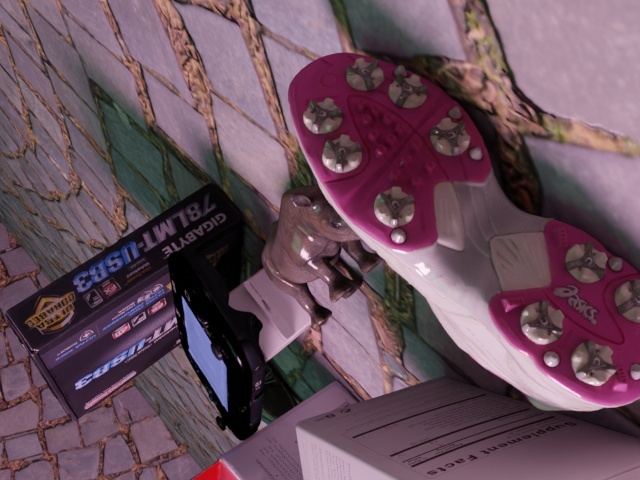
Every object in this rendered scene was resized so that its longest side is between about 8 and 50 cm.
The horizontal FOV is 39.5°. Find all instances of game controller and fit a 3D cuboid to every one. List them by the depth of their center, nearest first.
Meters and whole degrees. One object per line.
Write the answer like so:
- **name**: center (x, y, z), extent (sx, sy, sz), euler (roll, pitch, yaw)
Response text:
- **game controller**: center (-0.125, 0.132, 1.060), extent (0.166, 0.067, 0.319), euler (46, 157, 17)

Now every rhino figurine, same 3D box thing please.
- **rhino figurine**: center (0.000, 0.000, 0.833), extent (0.106, 0.073, 0.243), euler (47, 157, 7)

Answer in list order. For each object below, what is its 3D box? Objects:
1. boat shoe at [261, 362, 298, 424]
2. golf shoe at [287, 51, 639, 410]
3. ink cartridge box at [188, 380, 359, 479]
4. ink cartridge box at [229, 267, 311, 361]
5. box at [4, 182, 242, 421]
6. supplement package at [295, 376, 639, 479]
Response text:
- **boat shoe**: center (-0.101, 0.224, 1.419), extent (0.183, 0.066, 0.066), euler (42, 156, 26)
- **golf shoe**: center (0.085, 0.003, 0.606), extent (0.306, 0.115, 0.140), euler (48, 162, 16)
- **ink cartridge box**: center (-0.056, 0.383, 1.188), extent (0.130, 0.272, 0.309), euler (41, 141, 30)
- **ink cartridge box**: center (-0.068, 0.093, 1.100), extent (0.092, 0.090, 0.143), euler (51, 158, 3)
- **box**: center (-0.237, 0.089, 1.164), extent (0.073, 0.295, 0.293), euler (48, 158, 18)
- **supplement package**: center (0.129, 0.241, 0.735), extent (0.293, 0.175, 0.178), euler (7, 106, 63)
